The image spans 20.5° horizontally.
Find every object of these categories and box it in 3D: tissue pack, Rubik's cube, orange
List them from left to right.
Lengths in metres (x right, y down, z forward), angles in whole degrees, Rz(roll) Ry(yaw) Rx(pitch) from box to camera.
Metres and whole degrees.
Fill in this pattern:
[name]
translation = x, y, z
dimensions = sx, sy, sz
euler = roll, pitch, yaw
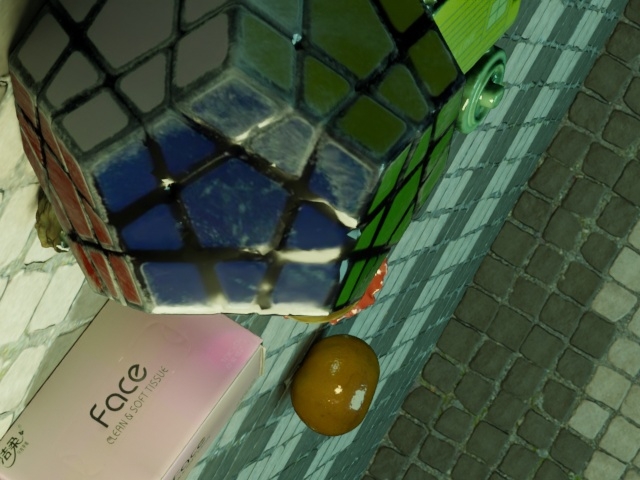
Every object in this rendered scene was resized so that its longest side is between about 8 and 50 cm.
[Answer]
[tissue pack]
translation = -0.175, 0.163, 1.639
dimensions = 0.246, 0.148, 0.092
euler = -54, 169, -23
[Rubik's cube]
translation = -0.058, -0.085, 1.222
dimensions = 0.264, 0.319, 0.319
euler = -93, -155, -60
[orange]
translation = 0.021, 0.214, 2.644
dimensions = 0.156, 0.124, 0.156
euler = 17, 90, -89

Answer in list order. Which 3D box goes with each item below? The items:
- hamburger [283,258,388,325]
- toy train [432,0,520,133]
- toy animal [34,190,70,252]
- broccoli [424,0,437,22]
[hamburger]
translation = 0.001, -0.003, 1.952
dimensions = 0.137, 0.175, 0.175
euler = -65, 180, -63
[toy train]
translation = 0.073, -0.186, 1.775
dimensions = 0.442, 0.179, 0.272
euler = -47, 155, -46
[toy animal]
translation = -0.147, -0.070, 1.389
dimensions = 0.220, 0.069, 0.086
euler = -41, -179, -43
[broccoli]
translation = -0.007, -0.214, 1.490
dimensions = 0.304, 0.145, 0.165
euler = -35, 149, -33
